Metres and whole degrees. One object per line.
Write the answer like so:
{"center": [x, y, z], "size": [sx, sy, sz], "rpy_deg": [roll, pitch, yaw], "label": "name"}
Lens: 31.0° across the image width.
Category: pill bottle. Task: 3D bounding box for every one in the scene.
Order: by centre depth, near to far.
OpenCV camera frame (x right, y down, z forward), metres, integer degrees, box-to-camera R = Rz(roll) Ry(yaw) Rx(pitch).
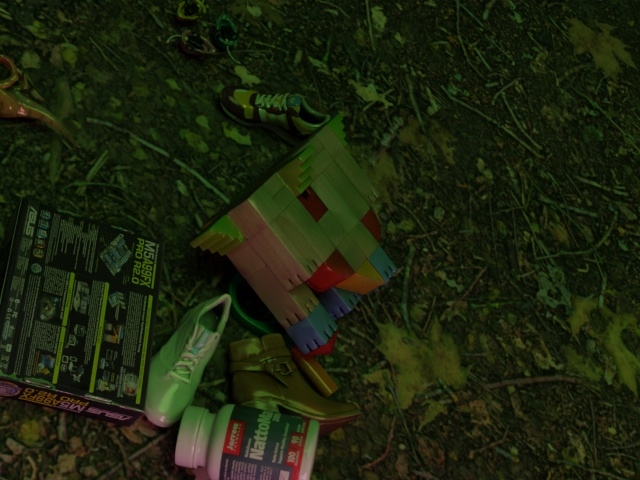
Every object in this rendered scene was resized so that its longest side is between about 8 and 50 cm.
{"center": [-0.097, 0.276, 1.535], "size": [0.180, 0.108, 0.108], "rpy_deg": [10, 53, 3], "label": "pill bottle"}

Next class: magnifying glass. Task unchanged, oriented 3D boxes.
{"center": [-0.056, 0.141, 1.736], "size": [0.231, 0.026, 0.092], "rpy_deg": [49, 47, 5], "label": "magnifying glass"}

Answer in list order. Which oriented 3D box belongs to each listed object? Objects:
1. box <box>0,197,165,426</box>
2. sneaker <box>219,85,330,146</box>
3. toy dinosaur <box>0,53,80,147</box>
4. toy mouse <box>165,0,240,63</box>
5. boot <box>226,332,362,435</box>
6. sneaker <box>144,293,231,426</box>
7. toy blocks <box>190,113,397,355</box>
{"center": [-0.331, 0.096, 1.555], "size": [0.216, 0.060, 0.270], "rpy_deg": [18, 54, -25], "label": "box"}
{"center": [-0.074, -0.221, 1.906], "size": [0.185, 0.084, 0.070], "rpy_deg": [21, 53, -22], "label": "sneaker"}
{"center": [-0.449, -0.202, 1.674], "size": [0.211, 0.064, 0.112], "rpy_deg": [12, 74, -17], "label": "toy dinosaur"}
{"center": [-0.191, -0.341, 1.939], "size": [0.143, 0.031, 0.161], "rpy_deg": [44, 48, -2], "label": "toy mouse"}
{"center": [-0.038, 0.207, 1.674], "size": [0.197, 0.073, 0.152], "rpy_deg": [1, 58, -36], "label": "boot"}
{"center": [-0.182, 0.156, 1.593], "size": [0.080, 0.094, 0.212], "rpy_deg": [34, 49, -14], "label": "sneaker"}
{"center": [0.000, 0.000, 1.765], "size": [0.261, 0.190, 0.381], "rpy_deg": [52, 36, -8], "label": "toy blocks"}
